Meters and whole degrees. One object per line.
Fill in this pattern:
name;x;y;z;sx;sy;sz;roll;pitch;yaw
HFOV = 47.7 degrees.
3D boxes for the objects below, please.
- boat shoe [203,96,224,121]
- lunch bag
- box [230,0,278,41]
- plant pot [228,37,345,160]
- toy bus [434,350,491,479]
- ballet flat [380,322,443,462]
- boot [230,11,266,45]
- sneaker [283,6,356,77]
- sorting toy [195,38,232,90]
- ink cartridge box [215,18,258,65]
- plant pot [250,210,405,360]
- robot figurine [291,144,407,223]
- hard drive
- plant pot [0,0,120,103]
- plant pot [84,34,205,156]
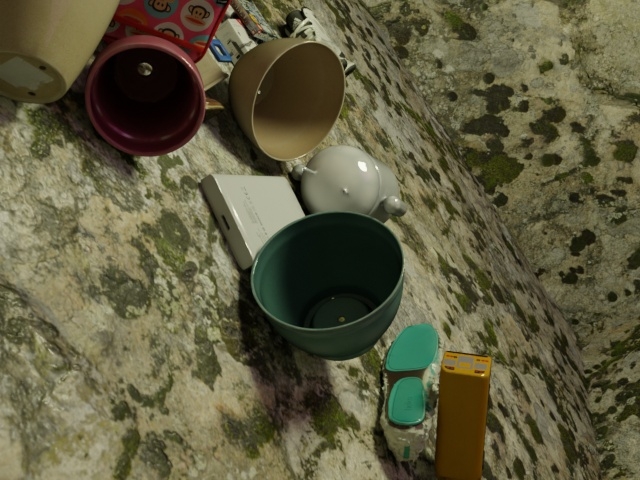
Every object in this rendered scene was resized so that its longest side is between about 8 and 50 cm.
boat shoe;-0.263;-0.285;1.518;0.060;0.064;0.178;63;26;3
lunch bag;-0.331;-0.457;1.353;0.293;0.258;0.120;14;38;-29
box;-0.180;-0.590;1.936;0.137;0.027;0.094;55;24;18
plant pot;-0.108;-0.353;1.710;0.191;0.284;0.284;32;4;37
toy bus;0.316;0.412;1.614;0.130;0.108;0.333;-52;144;-65
ballet flat;0.208;0.352;1.682;0.147;0.147;0.409;54;27;-14
boot;-0.190;-0.544;1.973;0.086;0.069;0.190;18;39;-47
sneaker;-0.046;-0.582;2.222;0.257;0.169;0.447;49;16;-3
sorting toy;-0.306;-0.414;1.607;0.196;0.047;0.348;50;25;-11
ink cartridge box;-0.206;-0.506;1.893;0.135;0.056;0.099;57;23;-5
plant pot;0.029;0.114;1.421;0.196;0.293;0.293;75;7;-45
robot figurine;0.076;-0.127;1.815;0.353;0.299;0.200;9;98;-67
hard drive;-0.119;-0.046;1.558;0.203;0.040;0.307;64;24;9
plant pot;-0.428;-0.357;1.094;0.256;0.256;0.274;31;52;-47
plant pot;-0.308;-0.275;1.283;0.201;0.201;0.180;45;13;-31
